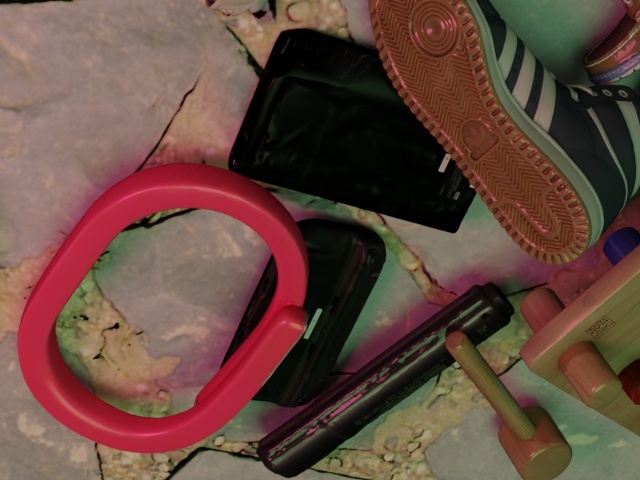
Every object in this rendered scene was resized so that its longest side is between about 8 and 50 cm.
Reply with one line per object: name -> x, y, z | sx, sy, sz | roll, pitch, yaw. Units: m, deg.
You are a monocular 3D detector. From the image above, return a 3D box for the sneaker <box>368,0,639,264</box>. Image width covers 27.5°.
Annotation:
sneaker -> 0.159, -0.127, 1.061 | 0.099, 0.153, 0.282 | -34, 88, 47

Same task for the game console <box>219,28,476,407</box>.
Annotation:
game console -> 0.000, 0.000, 1.153 | 0.213, 0.044, 0.361 | 15, 117, -20

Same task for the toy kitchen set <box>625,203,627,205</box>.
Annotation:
toy kitchen set -> 0.222, -0.041, 1.166 | 0.075, 0.083, 0.068 | -34, 82, 9

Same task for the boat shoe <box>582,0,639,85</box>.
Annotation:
boat shoe -> 0.279, -0.206, 1.078 | 0.066, 0.066, 0.183 | 42, 108, -14

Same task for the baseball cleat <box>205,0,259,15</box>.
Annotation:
baseball cleat -> -0.111, -0.202, 0.980 | 0.206, 0.072, 0.109 | -19, 131, 4

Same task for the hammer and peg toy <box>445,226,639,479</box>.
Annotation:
hammer and peg toy -> 0.295, 0.101, 1.199 | 0.361, 0.127, 0.266 | -42, 138, 14

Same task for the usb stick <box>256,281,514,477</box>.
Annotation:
usb stick -> 0.059, 0.133, 1.235 | 0.278, 0.045, 0.077 | -37, 155, 9

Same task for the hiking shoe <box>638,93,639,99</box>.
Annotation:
hiking shoe -> 0.394, -0.130, 1.113 | 0.227, 0.086, 0.114 | -4, 153, -10

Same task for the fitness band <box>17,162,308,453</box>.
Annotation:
fitness band -> -0.135, 0.062, 1.127 | 0.209, 0.054, 0.291 | 32, 116, -14
